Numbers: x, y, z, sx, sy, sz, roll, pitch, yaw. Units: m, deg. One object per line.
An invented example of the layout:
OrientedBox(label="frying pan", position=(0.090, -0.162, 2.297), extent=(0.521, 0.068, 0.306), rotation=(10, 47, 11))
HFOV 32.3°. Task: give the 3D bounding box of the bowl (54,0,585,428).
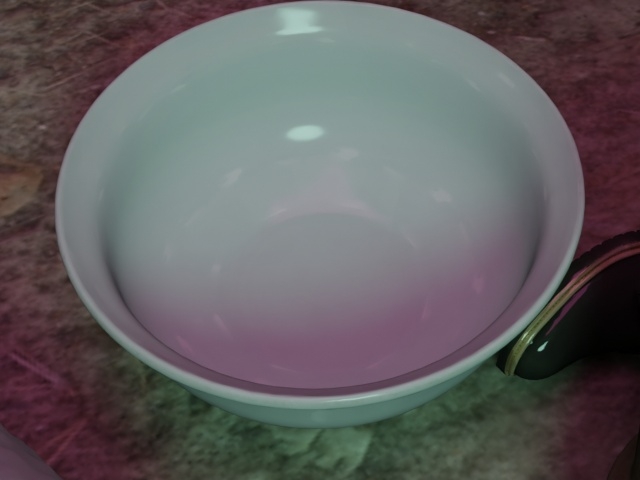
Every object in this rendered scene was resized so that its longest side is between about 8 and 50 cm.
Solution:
OrientedBox(label="bowl", position=(0.000, 0.000, 0.671), extent=(0.298, 0.134, 0.298), rotation=(0, 53, 0))

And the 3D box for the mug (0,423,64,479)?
OrientedBox(label="mug", position=(-0.286, 0.199, 0.465), extent=(0.328, 0.276, 0.374), rotation=(31, 89, 29))

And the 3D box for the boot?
OrientedBox(label="boot", position=(0.219, 0.060, 0.663), extent=(0.198, 0.077, 0.137), rotation=(-30, 62, -19))

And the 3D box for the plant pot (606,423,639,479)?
OrientedBox(label="plant pot", position=(0.246, 0.060, 0.497), extent=(0.263, 0.229, 0.263), rotation=(-12, 18, 4))
